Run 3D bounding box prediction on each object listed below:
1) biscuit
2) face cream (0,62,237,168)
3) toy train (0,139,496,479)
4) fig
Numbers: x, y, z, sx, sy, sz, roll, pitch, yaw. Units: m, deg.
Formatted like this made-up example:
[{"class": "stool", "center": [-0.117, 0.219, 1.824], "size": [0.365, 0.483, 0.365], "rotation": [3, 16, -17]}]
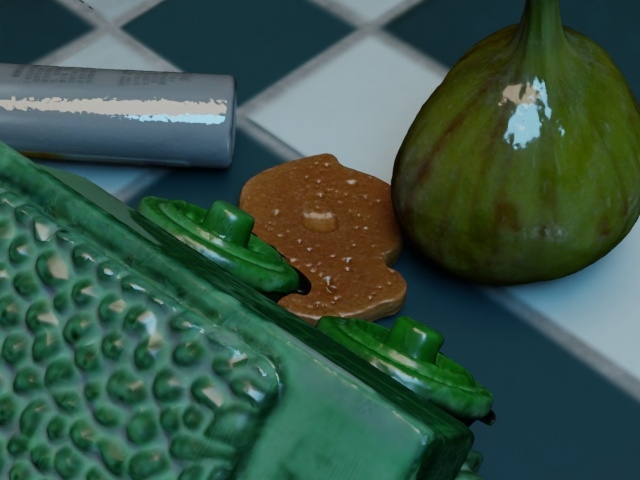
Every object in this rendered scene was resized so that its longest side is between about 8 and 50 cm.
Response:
[{"class": "biscuit", "center": [0.000, 0.000, 0.746], "size": [0.102, 0.019, 0.130], "rotation": [-3, 48, -6]}, {"class": "face cream", "center": [-0.150, -0.075, 0.775], "size": [0.198, 0.057, 0.084], "rotation": [2, 15, -1]}, {"class": "toy train", "center": [-0.049, 0.071, 0.542], "size": [0.266, 0.202, 0.145], "rotation": [31, 98, 24]}, {"class": "fig", "center": [0.107, -0.079, 0.675], "size": [0.149, 0.245, 0.149], "rotation": [-2, 52, 2]}]
